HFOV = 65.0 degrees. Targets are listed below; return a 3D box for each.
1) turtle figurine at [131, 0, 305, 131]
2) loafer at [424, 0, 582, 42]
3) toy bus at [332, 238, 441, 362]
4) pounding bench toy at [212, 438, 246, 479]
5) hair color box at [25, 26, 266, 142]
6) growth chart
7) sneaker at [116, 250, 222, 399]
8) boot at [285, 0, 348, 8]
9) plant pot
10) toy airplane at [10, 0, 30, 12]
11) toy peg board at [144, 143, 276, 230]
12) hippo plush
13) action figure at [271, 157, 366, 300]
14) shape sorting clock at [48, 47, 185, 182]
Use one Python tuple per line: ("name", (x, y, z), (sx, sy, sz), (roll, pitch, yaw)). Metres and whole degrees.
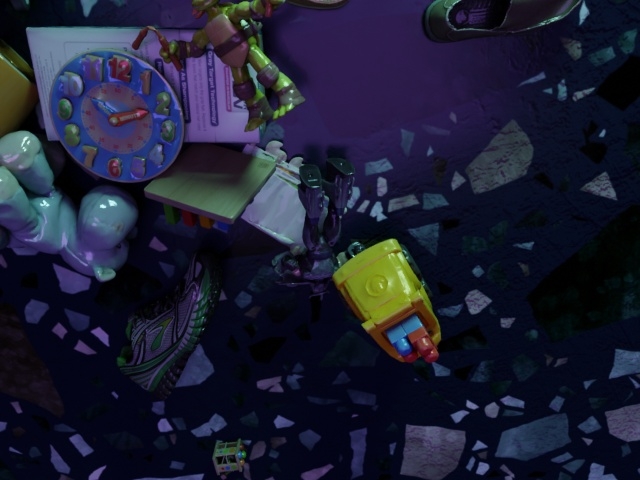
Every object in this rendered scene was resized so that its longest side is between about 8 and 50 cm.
("turtle figurine", (-0.128, -0.268, 0.714), (0.269, 0.087, 0.217), (-17, 117, 31))
("loafer", (0.294, -0.361, 0.784), (0.251, 0.087, 0.095), (-14, 111, 6))
("toy bus", (0.146, 0.139, 0.895), (0.149, 0.211, 0.220), (-33, 137, 6))
("pounding bench toy", (-0.204, 0.510, 1.160), (0.065, 0.052, 0.083), (-8, 112, 3))
("hair color box", (-0.267, -0.255, 0.821), (0.346, 0.105, 0.174), (1, 113, 0))
("growth chart", (-0.068, -0.074, 0.939), (0.237, 0.021, 0.172), (37, 107, -14))
("sneaker", (-0.298, 0.161, 0.976), (0.146, 0.134, 0.344), (29, 110, -10))
("boot", (-0.071, -0.407, 0.704), (0.261, 0.203, 0.095), (23, 109, -8))
("plant pot", (-0.558, -0.229, 0.798), (0.188, 0.205, 0.205), (-42, 107, -1))
("toy airplane", (-0.502, -0.501, 0.622), (0.384, 0.272, 0.386), (38, 88, -21))
("toy peg board", (-0.180, -0.080, 0.857), (0.160, 0.161, 0.079), (18, 136, 13))
("hippo plush", (-0.447, -0.013, 0.846), (0.236, 0.234, 0.294), (27, 113, -12))
("action figure", (0.000, 0.000, 0.904), (0.185, 0.099, 0.285), (-14, 128, -23))
("shape sorting clock", (-0.313, -0.186, 0.772), (0.206, 0.040, 0.206), (0, 114, 1))
